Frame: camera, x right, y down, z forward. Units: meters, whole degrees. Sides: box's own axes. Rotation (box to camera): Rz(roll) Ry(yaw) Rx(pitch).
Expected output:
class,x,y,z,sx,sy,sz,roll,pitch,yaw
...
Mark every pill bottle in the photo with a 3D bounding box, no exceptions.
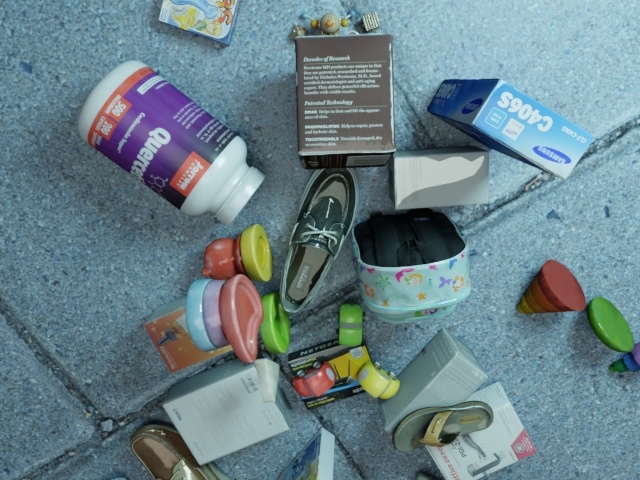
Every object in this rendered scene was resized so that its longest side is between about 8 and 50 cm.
class,x,y,z,sx,sy,sz,roll,pitch,yaw
pill bottle,-0.269,-0.172,0.980,0.323,0.181,0.181,37,103,-9

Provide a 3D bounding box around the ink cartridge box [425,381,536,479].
class,x,y,z,sx,sy,sz,roll,pitch,yaw
ink cartridge box,0.358,0.454,1.207,0.218,0.092,0.158,-29,104,10

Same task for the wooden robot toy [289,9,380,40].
class,x,y,z,sx,sy,sz,roll,pitch,yaw
wooden robot toy,0.026,-0.391,0.969,0.174,0.079,0.076,-2,106,1

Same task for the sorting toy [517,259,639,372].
class,x,y,z,sx,sy,sz,roll,pitch,yaw
sorting toy,0.575,0.192,1.143,0.366,0.127,0.126,35,132,-12

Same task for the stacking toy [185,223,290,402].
class,x,y,z,sx,sy,sz,roll,pitch,yaw
stacking toy,-0.168,0.147,1.031,0.131,0.309,0.279,-10,116,11

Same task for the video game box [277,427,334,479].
class,x,y,z,sx,sy,sz,roll,pitch,yaw
video game box,-0.041,0.554,1.179,0.048,0.205,0.187,35,103,-5

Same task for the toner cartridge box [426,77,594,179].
class,x,y,z,sx,sy,sz,roll,pitch,yaw
toner cartridge box,0.297,-0.202,0.884,0.165,0.348,0.075,27,106,-7

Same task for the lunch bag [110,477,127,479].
class,x,y,z,sx,sy,sz,roll,pitch,yaw
lunch bag,-0.503,0.621,1.277,0.071,0.053,0.083,-30,113,11

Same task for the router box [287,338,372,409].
class,x,y,z,sx,sy,sz,roll,pitch,yaw
router box,0.031,0.297,1.184,0.179,0.046,0.133,-20,104,5

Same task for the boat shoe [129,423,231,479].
class,x,y,z,sx,sy,sz,roll,pitch,yaw
boat shoe,-0.318,0.563,1.225,0.123,0.116,0.324,-44,102,11

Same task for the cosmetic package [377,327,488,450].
class,x,y,z,sx,sy,sz,roll,pitch,yaw
cosmetic package,0.242,0.328,1.153,0.107,0.127,0.238,39,101,-12

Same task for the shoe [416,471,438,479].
class,x,y,z,sx,sy,sz,roll,pitch,yaw
shoe,0.315,0.648,1.286,0.076,0.058,0.219,-47,106,-8

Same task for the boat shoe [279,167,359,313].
class,x,y,z,sx,sy,sz,roll,pitch,yaw
boat shoe,0.000,0.000,1.061,0.121,0.119,0.335,15,104,-4

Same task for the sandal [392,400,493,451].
class,x,y,z,sx,sy,sz,roll,pitch,yaw
sandal,0.256,0.393,1.076,0.220,0.060,0.089,-11,108,1

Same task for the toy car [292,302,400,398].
class,x,y,z,sx,sy,sz,roll,pitch,yaw
toy car,0.059,0.246,1.119,0.239,0.053,0.224,2,104,0

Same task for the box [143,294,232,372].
class,x,y,z,sx,sy,sz,roll,pitch,yaw
box,-0.268,0.187,1.131,0.171,0.091,0.130,-23,105,6

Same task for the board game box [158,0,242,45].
class,x,y,z,sx,sy,sz,roll,pitch,yaw
board game box,-0.207,-0.485,0.965,0.136,0.035,0.201,17,105,-5

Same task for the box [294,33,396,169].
class,x,y,z,sx,sy,sz,roll,pitch,yaw
box,0.043,-0.241,0.943,0.167,0.168,0.203,-2,89,1

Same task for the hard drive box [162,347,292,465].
class,x,y,z,sx,sy,sz,roll,pitch,yaw
hard drive box,-0.208,0.380,1.187,0.232,0.089,0.181,-23,104,6

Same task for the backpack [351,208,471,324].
class,x,y,z,sx,sy,sz,roll,pitch,yaw
backpack,0.174,0.052,1.006,0.225,0.253,0.191,-8,106,2

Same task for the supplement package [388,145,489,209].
class,x,y,z,sx,sy,sz,roll,pitch,yaw
supplement package,0.230,-0.127,1.032,0.180,0.105,0.105,-4,106,2
